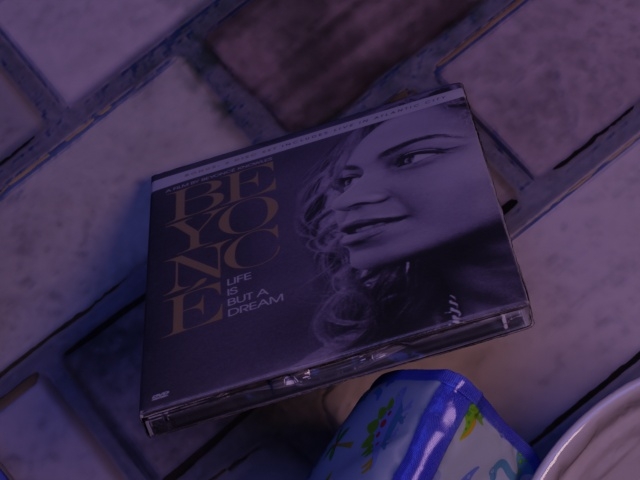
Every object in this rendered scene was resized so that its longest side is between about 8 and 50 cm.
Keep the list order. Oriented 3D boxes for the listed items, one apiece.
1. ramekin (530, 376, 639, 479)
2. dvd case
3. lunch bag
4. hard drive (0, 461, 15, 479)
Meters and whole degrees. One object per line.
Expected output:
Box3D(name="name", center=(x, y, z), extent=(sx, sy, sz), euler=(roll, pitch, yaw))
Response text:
Box3D(name="ramekin", center=(0.181, 0.157, 0.751), extent=(0.207, 0.109, 0.207), euler=(-5, 65, 11))
Box3D(name="dvd case", center=(0.000, 0.000, 0.845), extent=(0.164, 0.018, 0.221), euler=(-17, 27, 5))
Box3D(name="lunch bag", center=(0.027, 0.127, 0.772), extent=(0.096, 0.151, 0.129), euler=(25, 73, 11))
Box3D(name="hard drive", center=(-0.147, 0.260, 0.817), extent=(0.210, 0.040, 0.318), euler=(-41, 64, -7))
